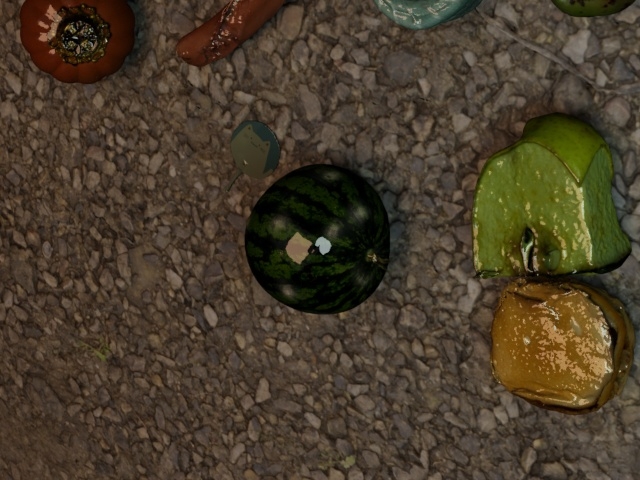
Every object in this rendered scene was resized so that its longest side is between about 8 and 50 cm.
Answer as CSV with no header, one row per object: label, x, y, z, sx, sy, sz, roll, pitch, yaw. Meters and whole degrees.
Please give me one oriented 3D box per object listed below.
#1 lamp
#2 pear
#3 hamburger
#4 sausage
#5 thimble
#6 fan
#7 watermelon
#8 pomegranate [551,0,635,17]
lamp,-0.469,-0.412,2.070,0.196,0.223,0.223,-123,37,-62
pear,0.351,-0.069,1.697,0.238,0.164,0.255,-7,96,44
hamburger,0.395,0.166,1.742,0.244,0.163,0.244,8,104,35
sausage,-0.145,-0.412,1.942,0.326,0.079,0.087,-34,101,36
thimble,0.180,-0.455,1.683,0.198,0.143,0.235,22,116,24
fan,-0.142,-0.154,2.067,0.113,0.005,0.175,46,122,11
watermelon,-0.004,-0.001,1.886,0.269,0.269,0.269,11,111,29
pomegranate,0.391,-0.416,1.528,0.179,0.210,0.179,-1,86,17
